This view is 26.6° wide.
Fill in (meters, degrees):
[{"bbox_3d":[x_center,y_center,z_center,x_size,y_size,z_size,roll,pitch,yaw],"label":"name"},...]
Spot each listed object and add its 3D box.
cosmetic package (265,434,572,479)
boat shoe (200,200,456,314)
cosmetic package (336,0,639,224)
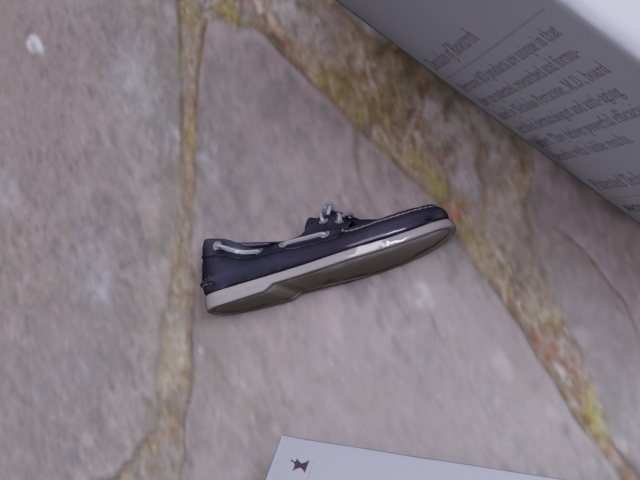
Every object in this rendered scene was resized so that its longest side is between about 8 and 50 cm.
[{"bbox_3d":[0.056,0.321,0.840,0.284,0.097,0.377,4,54,24],"label":"cosmetic package"},{"bbox_3d":[0.000,0.000,1.037,0.206,0.075,0.065,-18,74,16],"label":"boat shoe"},{"bbox_3d":[0.238,-0.214,0.820,0.394,0.327,0.329,36,87,-3],"label":"cosmetic package"}]
